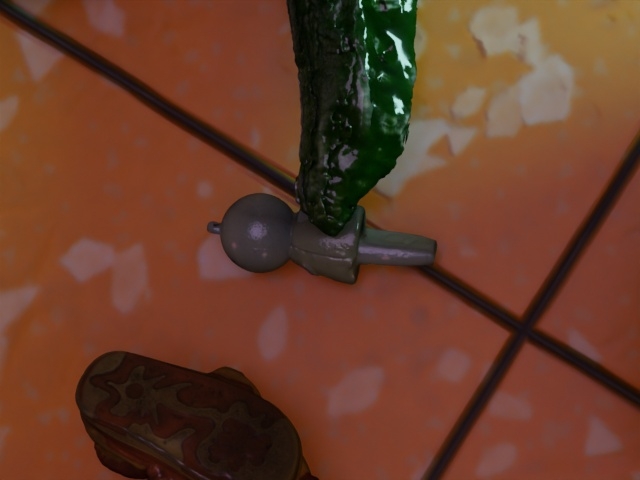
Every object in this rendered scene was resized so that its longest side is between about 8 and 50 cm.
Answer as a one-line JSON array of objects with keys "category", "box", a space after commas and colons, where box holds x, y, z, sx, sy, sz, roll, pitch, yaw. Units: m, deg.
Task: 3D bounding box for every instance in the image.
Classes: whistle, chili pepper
[{"category": "whistle", "box": [0.000, 0.000, 0.769, 0.100, 0.035, 0.035, 6, 84, 6]}, {"category": "chili pepper", "box": [0.006, -0.113, 0.762, 0.088, 0.059, 0.227, 2, 80, 6]}]

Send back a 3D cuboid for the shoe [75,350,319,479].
[{"category": "shoe", "box": [-0.050, 0.086, 0.751, 0.109, 0.069, 0.072, 11, 60, -1]}]
